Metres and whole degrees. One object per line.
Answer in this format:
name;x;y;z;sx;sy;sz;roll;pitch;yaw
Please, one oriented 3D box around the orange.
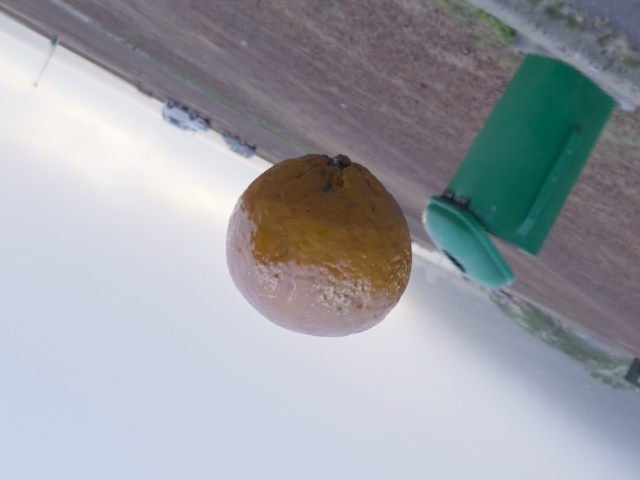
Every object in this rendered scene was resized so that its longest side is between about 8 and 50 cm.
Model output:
orange;-0.002;0.001;0.527;0.135;0.118;0.136;-4;-147;2
